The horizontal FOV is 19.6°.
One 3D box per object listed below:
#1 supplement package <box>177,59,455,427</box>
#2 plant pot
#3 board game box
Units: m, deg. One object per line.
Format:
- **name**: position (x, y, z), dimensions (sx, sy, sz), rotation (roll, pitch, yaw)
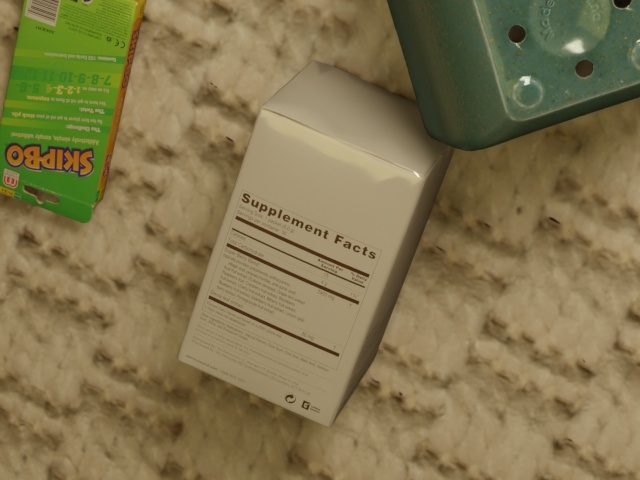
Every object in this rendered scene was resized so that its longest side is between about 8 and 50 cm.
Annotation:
- **supplement package**: position (0.000, 0.000, 1.850), dimensions (0.175, 0.177, 0.293), rotation (24, 115, 8)
- **plant pot**: position (0.192, -0.213, 1.625), dimensions (0.247, 0.252, 0.248), rotation (-18, 105, 1)
- **board game box**: position (-0.269, -0.153, 1.956), dimensions (0.124, 0.039, 0.259), rotation (20, 113, 10)
